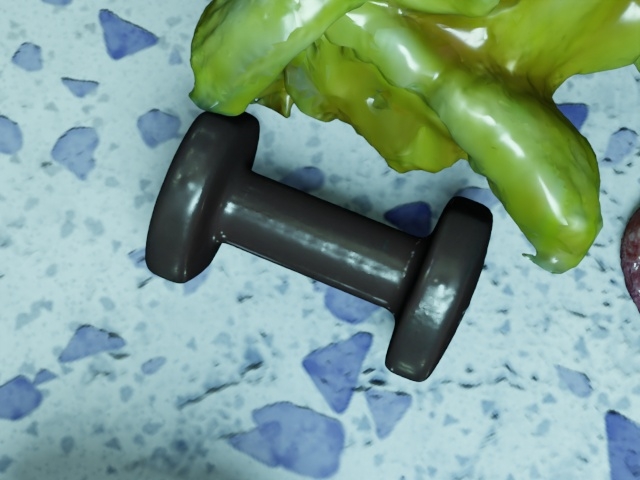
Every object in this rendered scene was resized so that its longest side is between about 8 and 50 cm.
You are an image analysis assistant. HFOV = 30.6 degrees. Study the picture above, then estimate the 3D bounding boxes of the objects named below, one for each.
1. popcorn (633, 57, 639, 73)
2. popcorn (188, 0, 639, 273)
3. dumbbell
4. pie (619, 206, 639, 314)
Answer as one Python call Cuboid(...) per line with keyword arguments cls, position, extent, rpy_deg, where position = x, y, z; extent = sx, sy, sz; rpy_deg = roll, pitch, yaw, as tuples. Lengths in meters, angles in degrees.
Cuboid(cls="popcorn", position=(0.344, -0.146, 0.816), extent=(0.276, 0.276, 0.225), rpy_deg=(-13, 55, -6))
Cuboid(cls="popcorn", position=(0.062, -0.170, 0.718), extent=(0.326, 0.290, 0.321), rpy_deg=(-15, 36, -31))
Cuboid(cls="dumbbell", position=(0.000, 0.000, 0.819), extent=(0.225, 0.140, 0.124), rpy_deg=(22, 105, 5))
Cuboid(cls="pie", position=(0.300, 0.017, 0.874), extent=(0.154, 0.036, 0.154), rpy_deg=(1, 72, -2))
